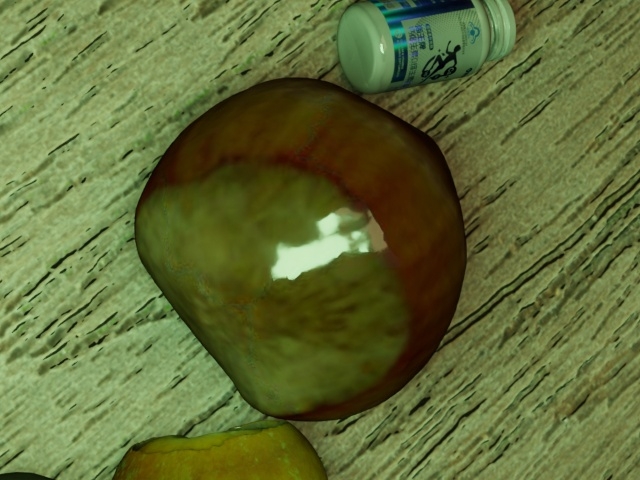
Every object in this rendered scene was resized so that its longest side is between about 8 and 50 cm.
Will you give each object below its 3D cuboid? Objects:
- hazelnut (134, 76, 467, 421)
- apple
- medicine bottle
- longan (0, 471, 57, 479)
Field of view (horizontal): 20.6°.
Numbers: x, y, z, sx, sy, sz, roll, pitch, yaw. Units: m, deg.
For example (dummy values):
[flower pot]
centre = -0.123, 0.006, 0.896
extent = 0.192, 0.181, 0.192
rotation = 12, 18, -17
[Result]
[hazelnut]
centre = -0.003, 0.004, 1.829
extent = 0.365, 0.366, 0.366
rotation = 3, 83, -25
[apple]
centre = -0.100, 0.278, 1.801
extent = 0.237, 0.237, 0.208
rotation = 10, 70, -24
[medicine bottle]
centre = 0.123, -0.233, 2.017
extent = 0.191, 0.107, 0.107
rotation = -13, 89, -25
[longan]
centre = -0.311, 0.364, 1.675
extent = 0.300, 0.243, 0.300
rotation = 2, 71, -7
